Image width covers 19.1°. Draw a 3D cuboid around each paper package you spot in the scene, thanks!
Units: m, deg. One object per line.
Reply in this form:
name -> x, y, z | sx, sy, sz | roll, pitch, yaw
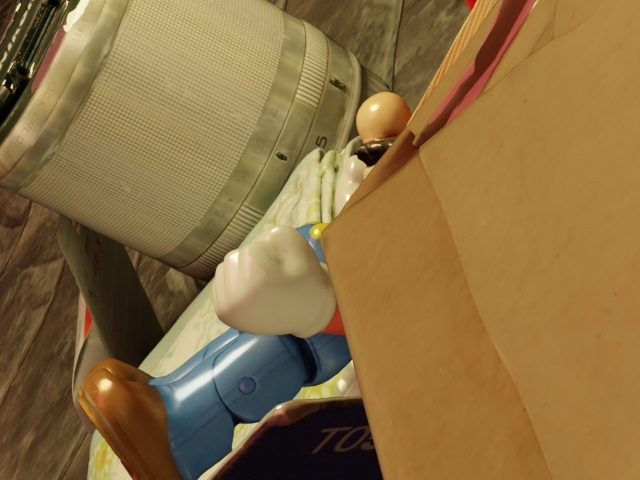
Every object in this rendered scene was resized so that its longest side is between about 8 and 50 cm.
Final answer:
paper package -> 0.188, 0.066, 0.399 | 0.168, 0.325, 0.309 | -57, 19, 17

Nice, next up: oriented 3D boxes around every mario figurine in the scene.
mario figurine -> 0.000, 0.000, 1.059 | 0.320, 0.170, 0.198 | -35, 39, -8

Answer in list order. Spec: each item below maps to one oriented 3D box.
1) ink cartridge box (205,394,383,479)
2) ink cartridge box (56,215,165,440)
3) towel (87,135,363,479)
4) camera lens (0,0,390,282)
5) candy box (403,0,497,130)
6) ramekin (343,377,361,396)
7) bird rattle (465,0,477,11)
ink cartridge box -> 0.038, 0.165, 0.685 | 0.330, 0.324, 0.071 | -48, 54, 40
ink cartridge box -> -0.192, 0.051, 1.587 | 0.066, 0.232, 0.189 | -20, 31, 9
towel -> -0.056, 0.141, 1.296 | 0.374, 0.090, 0.320 | -54, 20, 26
camera lens -> -0.112, -0.099, 1.462 | 0.219, 0.274, 0.219 | -51, 23, 32
candy box -> 0.154, -0.062, 0.786 | 0.183, 0.087, 0.316 | 54, 140, 24
ramekin -> 0.070, 0.134, 0.941 | 0.207, 0.109, 0.207 | -52, 22, 32
bird rattle -> 0.125, -0.275, 1.317 | 0.207, 0.143, 0.253 | -45, 24, 3
